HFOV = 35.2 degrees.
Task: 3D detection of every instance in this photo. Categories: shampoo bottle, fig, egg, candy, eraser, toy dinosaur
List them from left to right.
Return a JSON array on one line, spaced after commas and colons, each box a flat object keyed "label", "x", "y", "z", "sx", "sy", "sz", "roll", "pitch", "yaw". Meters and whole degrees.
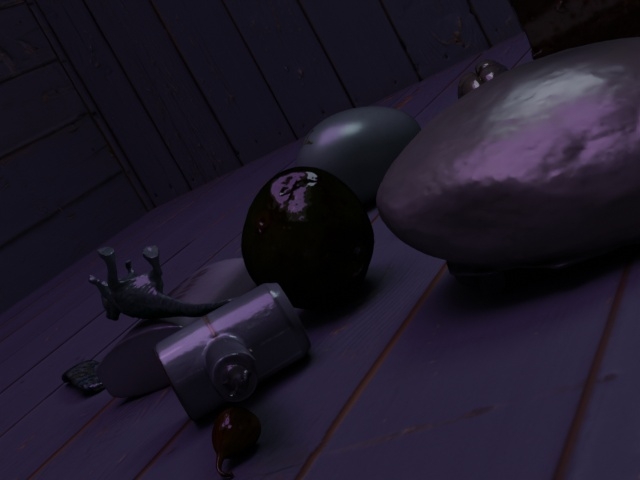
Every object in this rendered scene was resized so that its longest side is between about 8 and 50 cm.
[{"label": "toy dinosaur", "x": -0.240, "y": 0.054, "z": 1.403, "sx": 0.076, "sy": 0.129, "sz": 0.383, "roll": -41, "pitch": 21, "yaw": -30}, {"label": "eraser", "x": -0.210, "y": 0.128, "z": 1.553, "sx": 0.174, "sy": 0.095, "sz": 0.270, "roll": -26, "pitch": 10, "yaw": 25}, {"label": "fig", "x": -0.089, "y": 0.206, "z": 1.023, "sx": 0.050, "sy": 0.050, "sz": 0.083, "roll": -23, "pitch": 30, "yaw": 28}, {"label": "fig", "x": 0.000, "y": 0.000, "z": 1.408, "sx": 0.195, "sy": 0.195, "sz": 0.245, "roll": -23, "pitch": -17, "yaw": 29}, {"label": "egg", "x": 0.077, "y": -0.164, "z": 1.939, "sx": 0.264, "sy": 0.183, "sz": 0.183, "roll": -26, "pitch": 10, "yaw": -15}, {"label": "shampoo bottle", "x": 0.190, "y": 0.023, "z": 1.154, "sx": 0.080, "sy": 0.040, "sz": 0.165, "roll": -21, "pitch": 11, "yaw": 11}, {"label": "candy", "x": 0.265, "y": -0.105, "z": 1.128, "sx": 0.427, "sy": 0.186, "sz": 0.386, "roll": -22, "pitch": 17, "yaw": 3}]

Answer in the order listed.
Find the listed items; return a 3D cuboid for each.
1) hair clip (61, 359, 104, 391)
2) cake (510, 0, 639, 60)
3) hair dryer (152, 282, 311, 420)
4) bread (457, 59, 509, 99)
[{"label": "hair clip", "x": -0.406, "y": 0.230, "z": 1.723, "sx": 0.066, "sy": 0.036, "sz": 0.229, "roll": -27, "pitch": 9, "yaw": -27}, {"label": "cake", "x": 0.452, "y": -0.360, "z": 1.606, "sx": 0.255, "sy": 0.290, "sz": 0.282, "roll": -26, "pitch": 12, "yaw": 19}, {"label": "hair dryer", "x": -0.086, "y": 0.133, "z": 1.100, "sx": 0.173, "sy": 0.107, "sz": 0.357, "roll": -31, "pitch": 5, "yaw": -7}, {"label": "bread", "x": 0.277, "y": -0.178, "z": 1.518, "sx": 0.102, "sy": 0.183, "sz": 0.337, "roll": -34, "pitch": 9, "yaw": 12}]
